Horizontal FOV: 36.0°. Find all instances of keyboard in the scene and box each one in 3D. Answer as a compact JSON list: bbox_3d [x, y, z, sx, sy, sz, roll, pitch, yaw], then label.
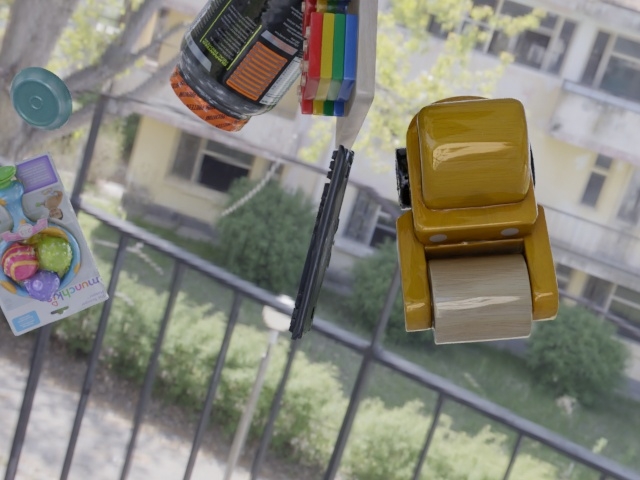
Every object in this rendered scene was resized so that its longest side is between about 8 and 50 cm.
[{"bbox_3d":[0.000,0.000,0.926,0.023,0.180,0.108,15,4,5],"label":"keyboard"}]

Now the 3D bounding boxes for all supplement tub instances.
[{"bbox_3d":[-0.104,-0.365,1.713,0.207,0.338,0.207,34,25,-19],"label":"supplement tub"}]

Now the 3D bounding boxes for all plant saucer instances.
[{"bbox_3d":[-0.496,-0.245,1.731,0.119,0.119,0.021,18,30,4],"label":"plant saucer"}]

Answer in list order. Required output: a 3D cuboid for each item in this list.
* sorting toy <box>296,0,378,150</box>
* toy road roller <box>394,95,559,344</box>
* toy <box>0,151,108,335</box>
[{"bbox_3d":[0.018,-0.283,1.366,0.089,0.257,0.255,3,-10,-5],"label":"sorting toy"},{"bbox_3d":[0.201,-0.045,1.313,0.202,0.330,0.240,-5,-25,3],"label":"toy road roller"},{"bbox_3d":[-0.375,0.016,1.283,0.137,0.237,0.056,-22,29,-12],"label":"toy"}]
